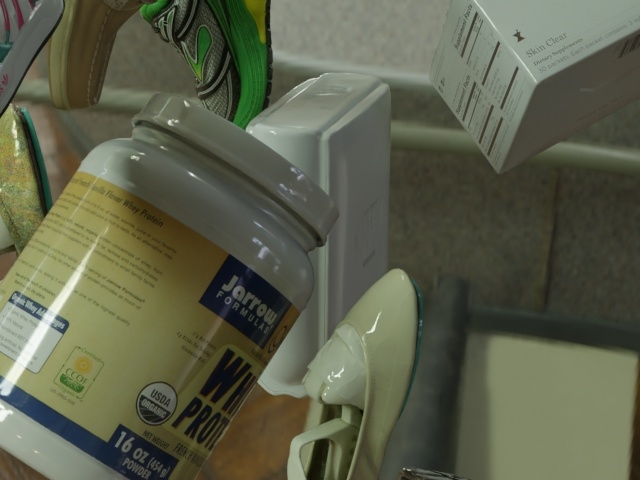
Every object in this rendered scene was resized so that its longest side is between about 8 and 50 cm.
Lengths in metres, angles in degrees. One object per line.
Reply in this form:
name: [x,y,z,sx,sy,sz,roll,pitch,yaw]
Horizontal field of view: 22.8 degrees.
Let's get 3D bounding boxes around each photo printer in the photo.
photo printer: [0.000,0.000,1.660,0.107,0.307,0.256,6,19,16]

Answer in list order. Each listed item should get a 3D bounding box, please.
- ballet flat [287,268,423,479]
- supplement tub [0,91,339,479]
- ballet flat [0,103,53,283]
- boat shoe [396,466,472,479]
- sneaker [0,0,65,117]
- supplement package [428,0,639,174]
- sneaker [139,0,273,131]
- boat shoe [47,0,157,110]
ballet flat: [0.019,0.141,1.253,0.086,0.248,0.086,10,16,-3]
supplement tub: [-0.147,0.057,1.339,0.228,0.228,0.316,29,81,24]
ballet flat: [-0.328,0.024,1.755,0.123,0.348,0.123,-12,23,5]
boat shoe: [0.159,0.296,1.381,0.123,0.116,0.324,17,2,-24]
sneaker: [-0.280,-0.205,1.141,0.124,0.178,0.295,-11,33,10]
supplement package: [0.272,-0.225,1.681,0.262,0.204,0.145,-29,71,-17]
sneaker: [-0.130,-0.250,1.794,0.146,0.343,0.134,-5,44,-4]
boat shoe: [-0.175,-0.267,1.470,0.110,0.341,0.121,15,27,-7]
